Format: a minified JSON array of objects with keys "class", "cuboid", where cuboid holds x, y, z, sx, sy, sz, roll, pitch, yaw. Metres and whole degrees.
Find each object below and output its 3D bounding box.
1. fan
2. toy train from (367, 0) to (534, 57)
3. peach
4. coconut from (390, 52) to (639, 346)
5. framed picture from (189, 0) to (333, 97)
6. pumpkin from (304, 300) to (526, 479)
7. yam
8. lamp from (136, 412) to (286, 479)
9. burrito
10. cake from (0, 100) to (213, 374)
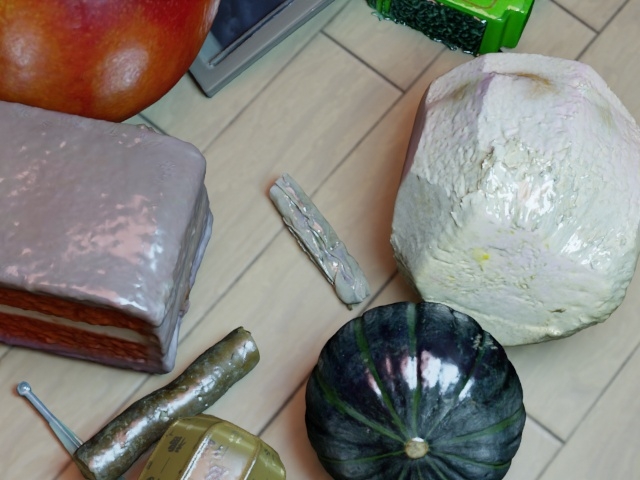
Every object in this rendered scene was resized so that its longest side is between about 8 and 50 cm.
[{"class":"fan","cuboid":[-0.283,0.234,1.798,0.038,0.016,0.193,-41,77,-18]},{"class":"toy train","cuboid":[0.188,-0.356,2.053,0.243,0.132,0.188,22,71,6]},{"class":"peach","cuboid":[-0.296,-0.315,1.831,0.388,0.388,0.388,2,66,-6]},{"class":"coconut","cuboid":[0.241,-0.065,1.835,0.297,0.297,0.310,16,50,0]},{"class":"framed picture","cuboid":[-0.138,-0.450,2.033,0.326,0.028,0.446,-38,73,7]},{"class":"pumpkin","cuboid":[0.108,0.186,1.774,0.249,0.216,0.250,1,96,8]},{"class":"yam","cuboid":[-0.170,0.189,1.798,0.253,0.061,0.061,-37,75,-25]},{"class":"lamp","cuboid":[-0.131,0.293,1.716,0.161,0.161,0.185,25,70,4]},{"class":"burrito","cuboid":[0.000,0.000,1.920,0.045,0.041,0.185,-31,75,-27]},{"class":"cake","cuboid":[-0.290,0.000,1.784,0.308,0.237,0.230,10,64,0]}]
